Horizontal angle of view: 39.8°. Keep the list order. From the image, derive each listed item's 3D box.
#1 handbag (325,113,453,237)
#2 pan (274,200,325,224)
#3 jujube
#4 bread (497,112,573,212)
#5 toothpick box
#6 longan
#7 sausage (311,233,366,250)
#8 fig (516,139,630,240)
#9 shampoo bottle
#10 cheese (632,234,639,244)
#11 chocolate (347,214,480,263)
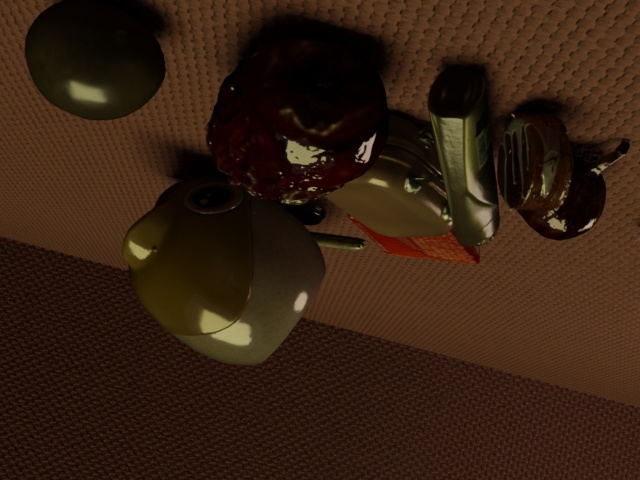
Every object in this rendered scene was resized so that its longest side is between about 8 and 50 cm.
[{"bbox_3d":[0.153,-0.115,1.630,0.283,0.149,0.302,4,159,40],"label":"handbag"},{"bbox_3d":[-0.057,-0.058,2.232,0.136,0.028,0.235,15,164,1],"label":"pan"},{"bbox_3d":[-0.047,-0.184,1.419,0.258,0.259,0.376,22,156,-25],"label":"jujube"},{"bbox_3d":[0.335,-0.123,1.397,0.073,0.161,0.160,1,166,-8],"label":"bread"},{"bbox_3d":[-0.234,0.052,2.084,0.425,0.409,0.409,35,161,-7],"label":"toothpick box"},{"bbox_3d":[-0.361,-0.287,1.422,0.220,0.197,0.196,13,166,-15],"label":"longan"},{"bbox_3d":[0.000,0.000,2.374,0.269,0.033,0.033,7,163,25],"label":"sausage"},{"bbox_3d":[0.418,-0.075,1.497,0.148,0.149,0.202,-23,-168,-19],"label":"fig"},{"bbox_3d":[0.240,-0.117,1.437,0.084,0.126,0.350,7,147,22],"label":"shampoo bottle"},{"bbox_3d":[0.732,0.018,1.706,0.244,0.062,0.155,11,165,9],"label":"cheese"},{"bbox_3d":[0.212,-0.040,1.907,0.234,0.108,0.237,6,163,29],"label":"chocolate"}]
